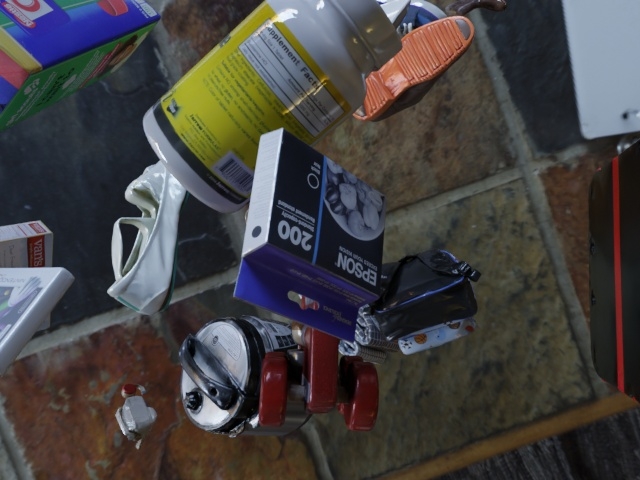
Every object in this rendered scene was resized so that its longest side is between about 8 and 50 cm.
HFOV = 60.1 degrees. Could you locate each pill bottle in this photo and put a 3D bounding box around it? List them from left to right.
[{"bbox_3d":[-0.061,-0.207,0.757,0.334,0.188,0.188,-39,92,10],"label":"pill bottle"}]

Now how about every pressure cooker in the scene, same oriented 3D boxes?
[{"bbox_3d":[-0.243,0.440,1.772,0.370,0.420,0.375,-23,59,36],"label":"pressure cooker"}]

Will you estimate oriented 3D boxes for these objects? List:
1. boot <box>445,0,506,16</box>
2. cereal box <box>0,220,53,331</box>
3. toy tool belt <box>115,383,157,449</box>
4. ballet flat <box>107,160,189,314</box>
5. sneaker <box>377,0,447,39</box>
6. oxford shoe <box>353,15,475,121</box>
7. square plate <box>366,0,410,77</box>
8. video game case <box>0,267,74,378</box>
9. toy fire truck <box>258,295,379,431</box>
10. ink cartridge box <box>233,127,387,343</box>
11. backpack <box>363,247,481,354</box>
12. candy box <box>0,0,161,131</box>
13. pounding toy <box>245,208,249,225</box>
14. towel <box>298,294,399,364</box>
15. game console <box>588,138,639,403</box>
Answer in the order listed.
[{"bbox_3d":[0.371,-0.557,1.327,0.114,0.106,0.037,-30,136,-27],"label":"boot"},{"bbox_3d":[-0.486,0.074,0.735,0.047,0.240,0.173,33,120,31],"label":"cereal box"},{"bbox_3d":[-0.264,0.248,0.778,0.052,0.083,0.051,0,120,-38],"label":"toy tool belt"},{"bbox_3d":[-0.347,-0.048,1.134,0.139,0.139,0.400,2,63,1],"label":"ballet flat"},{"bbox_3d":[0.193,-0.607,1.665,0.323,0.130,0.236,23,80,20],"label":"sneaker"},{"bbox_3d":[0.240,-0.428,1.402,0.364,0.133,0.130,-29,74,36],"label":"oxford shoe"},{"bbox_3d":[-0.014,-0.331,1.033,0.344,0.347,0.049,-8,126,29],"label":"square plate"},{"bbox_3d":[-0.344,0.103,0.519,0.173,0.190,0.022,-2,137,32],"label":"video game case"},{"bbox_3d":[-0.004,0.157,0.888,0.169,0.302,0.253,4,83,-4],"label":"toy fire truck"},{"bbox_3d":[0.000,0.000,0.675,0.045,0.206,0.208,-14,60,41],"label":"ink cartridge box"},{"bbox_3d":[0.254,0.136,1.368,0.277,0.263,0.213,-16,112,10],"label":"backpack"},{"bbox_3d":[-0.369,-0.284,0.614,0.268,0.317,0.122,43,119,-16],"label":"candy box"},{"bbox_3d":[-0.123,0.021,1.468,0.154,0.155,0.269,-1,81,-6],"label":"pounding toy"},{"bbox_3d":[0.081,0.191,1.494,0.121,0.235,0.283,-43,63,11],"label":"towel"},{"bbox_3d":[0.488,0.050,0.859,0.060,0.342,0.386,-1,86,12],"label":"game console"}]
